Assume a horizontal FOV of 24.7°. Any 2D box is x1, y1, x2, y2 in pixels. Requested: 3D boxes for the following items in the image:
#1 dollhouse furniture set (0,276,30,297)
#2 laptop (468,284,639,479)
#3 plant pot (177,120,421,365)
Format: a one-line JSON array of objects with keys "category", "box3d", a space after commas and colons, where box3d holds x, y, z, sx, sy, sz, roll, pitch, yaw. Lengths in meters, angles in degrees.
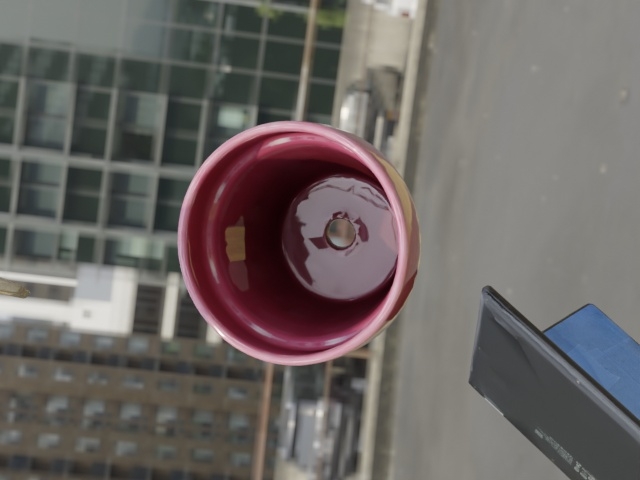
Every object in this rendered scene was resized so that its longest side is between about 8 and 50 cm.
[{"category": "dollhouse furniture set", "box3d": [-0.356, 0.119, 1.139, 0.262, 0.135, 0.259, -62, 5, -7]}, {"category": "laptop", "box3d": [0.375, 0.185, 1.562, 0.236, 0.382, 0.408, -42, -21, -15]}, {"category": "plant pot", "box3d": [0.000, 0.000, 1.267, 0.180, 0.201, 0.201, -5, -77, -73]}]
